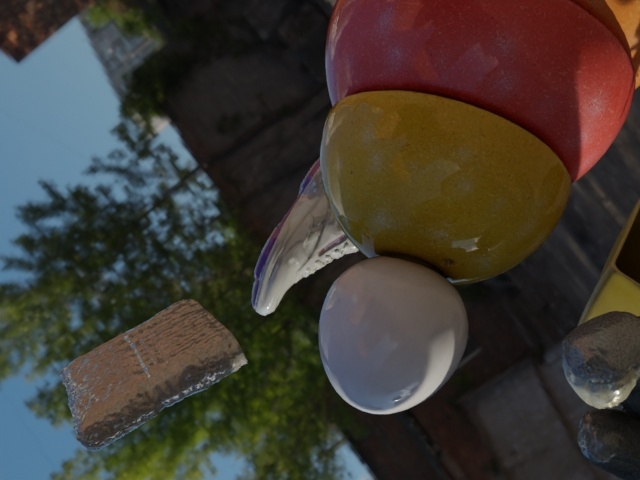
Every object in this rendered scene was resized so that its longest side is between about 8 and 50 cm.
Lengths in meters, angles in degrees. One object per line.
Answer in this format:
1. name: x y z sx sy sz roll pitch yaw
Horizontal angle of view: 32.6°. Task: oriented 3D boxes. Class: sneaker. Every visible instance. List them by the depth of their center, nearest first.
1. sneaker: 0.000 0.000 1.776 0.152 0.305 0.114 32 173 -3

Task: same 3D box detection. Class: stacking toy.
1. stacking toy: 0.106 -0.085 0.918 0.350 0.480 0.350 20 164 6

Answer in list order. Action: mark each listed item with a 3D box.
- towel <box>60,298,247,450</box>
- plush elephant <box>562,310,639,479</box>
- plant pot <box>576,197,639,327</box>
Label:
1. towel: -0.190 0.142 1.199 0.049 0.187 0.282 62 169 -13
2. plush elephant: 0.331 0.202 0.780 0.330 0.271 0.256 64 -162 -56
3. plant pot: 0.487 0.099 1.594 0.212 0.187 0.212 34 -138 5
